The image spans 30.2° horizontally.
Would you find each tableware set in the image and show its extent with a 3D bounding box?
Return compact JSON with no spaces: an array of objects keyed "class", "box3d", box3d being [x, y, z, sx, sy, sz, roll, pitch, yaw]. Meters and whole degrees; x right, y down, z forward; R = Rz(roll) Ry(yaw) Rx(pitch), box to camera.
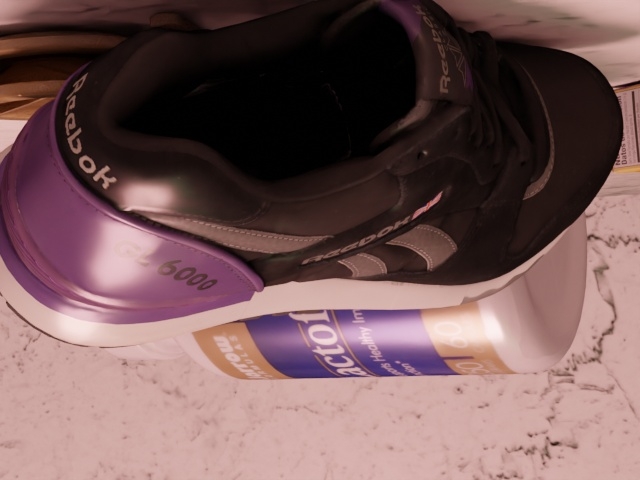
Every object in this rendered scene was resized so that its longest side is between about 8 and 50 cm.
[{"class":"tableware set","box3d":[-0.087,-0.053,0.500,0.128,0.039,0.194,-4,179,13]}]

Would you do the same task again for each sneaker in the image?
[{"class":"sneaker","box3d":[0.031,-0.034,0.424,0.283,0.107,0.124,-15,166,-35]}]

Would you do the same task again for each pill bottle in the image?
[{"class":"pill bottle","box3d":[0.000,0.000,0.654,0.264,0.153,0.153,-5,179,28]}]

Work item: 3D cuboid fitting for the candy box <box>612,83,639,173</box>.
[{"class":"candy box","box3d":[0.257,-0.070,0.636,0.109,0.053,0.186,-4,-179,-28]}]
